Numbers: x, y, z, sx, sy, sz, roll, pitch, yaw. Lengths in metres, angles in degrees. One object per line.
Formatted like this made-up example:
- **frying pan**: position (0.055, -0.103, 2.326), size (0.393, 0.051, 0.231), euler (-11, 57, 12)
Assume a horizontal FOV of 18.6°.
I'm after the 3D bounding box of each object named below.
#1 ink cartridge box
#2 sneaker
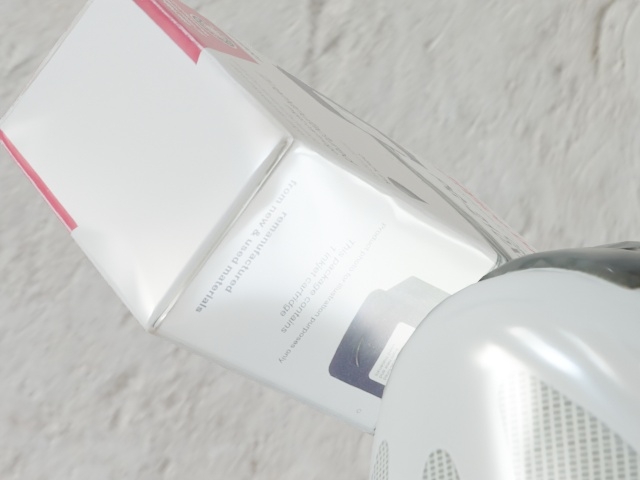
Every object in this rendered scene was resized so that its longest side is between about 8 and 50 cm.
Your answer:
- **ink cartridge box**: position (0.000, 0.000, 0.865), size (0.237, 0.172, 0.100), euler (29, 102, -42)
- **sneaker**: position (0.002, 0.198, 0.275), size (0.257, 0.447, 0.169), euler (6, 154, -26)
